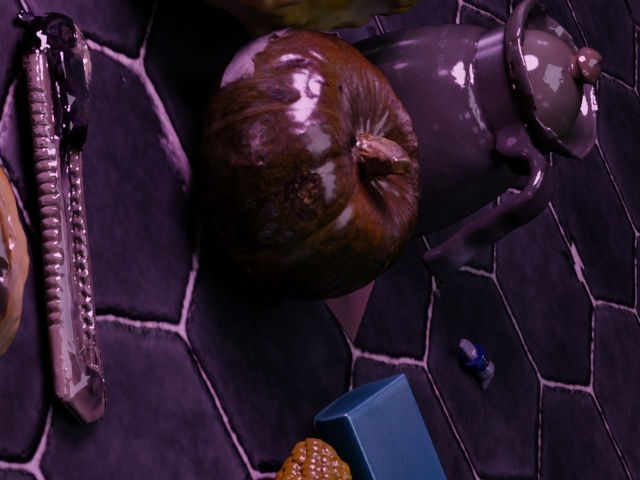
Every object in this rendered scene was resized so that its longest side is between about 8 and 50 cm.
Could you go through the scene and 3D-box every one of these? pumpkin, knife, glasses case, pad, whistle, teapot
[{"bbox_3d":[0.004,-0.067,1.686,0.260,0.189,0.260,23,61,-49],"label":"pumpkin"},{"bbox_3d":[-0.200,-0.029,1.478,0.089,0.043,0.365,21,56,-53],"label":"knife"},{"bbox_3d":[0.085,0.289,1.753,0.117,0.070,0.301,-28,99,-54],"label":"glasses case"},{"bbox_3d":[0.000,0.000,1.840,0.187,0.006,0.113,56,31,-25],"label":"pad"},{"bbox_3d":[0.173,0.135,2.034,0.083,0.029,0.033,49,51,-46],"label":"whistle"},{"bbox_3d":[0.156,-0.128,1.896,0.223,0.285,0.305,63,29,-13],"label":"teapot"}]

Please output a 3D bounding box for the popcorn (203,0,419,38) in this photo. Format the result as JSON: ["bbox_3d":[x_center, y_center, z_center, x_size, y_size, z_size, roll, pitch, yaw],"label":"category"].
[{"bbox_3d":[-0.029,-0.344,1.733,0.334,0.294,0.292,-5,78,-77],"label":"popcorn"}]

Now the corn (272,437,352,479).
[{"bbox_3d":[-0.017,0.281,1.550,0.097,0.097,0.261,50,30,-32],"label":"corn"}]

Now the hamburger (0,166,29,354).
[{"bbox_3d":[-0.304,0.023,1.095,0.163,0.244,0.244,-55,123,-81],"label":"hamburger"}]
